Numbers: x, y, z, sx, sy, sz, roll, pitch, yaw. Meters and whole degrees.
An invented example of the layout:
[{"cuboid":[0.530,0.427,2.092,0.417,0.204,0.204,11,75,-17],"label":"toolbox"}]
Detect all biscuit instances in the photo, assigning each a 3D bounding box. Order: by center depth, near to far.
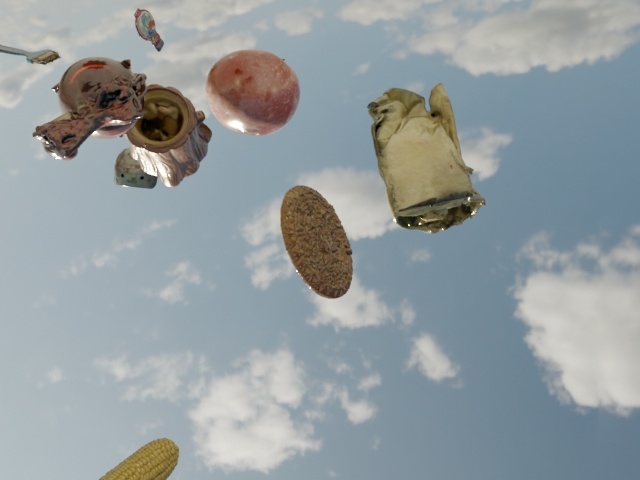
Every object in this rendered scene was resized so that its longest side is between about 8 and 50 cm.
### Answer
[{"cuboid":[0.000,0.000,1.570,0.038,0.305,0.305,-22,-155,28],"label":"biscuit"}]

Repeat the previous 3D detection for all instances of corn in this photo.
[{"cuboid":[-0.405,0.513,1.282,0.106,0.106,0.305,5,-158,29],"label":"corn"}]

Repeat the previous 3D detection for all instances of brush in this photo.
[{"cuboid":[-0.568,-0.358,1.194,0.164,0.014,0.051,15,-140,22],"label":"brush"}]

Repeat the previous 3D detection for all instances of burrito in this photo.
[{"cuboid":[0.212,-0.176,1.319,0.191,0.135,0.331,-13,-121,5],"label":"burrito"}]

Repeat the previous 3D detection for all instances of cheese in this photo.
[{"cuboid":[-0.533,-0.653,1.943,0.038,0.145,0.095,6,-119,26],"label":"cheese"}]

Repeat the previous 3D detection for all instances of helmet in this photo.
[{"cuboid":[-0.621,-0.262,2.115,0.153,0.107,0.176,4,-129,-5],"label":"helmet"}]

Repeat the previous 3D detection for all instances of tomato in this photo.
[{"cuboid":[-0.191,-0.412,1.781,0.271,0.226,0.270,3,170,1],"label":"tomato"}]

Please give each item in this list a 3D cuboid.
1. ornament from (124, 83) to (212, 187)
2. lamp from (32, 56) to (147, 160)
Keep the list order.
[{"cuboid":[-0.389,-0.273,1.584,0.221,0.235,0.217,-12,172,-7],"label":"ornament"},{"cuboid":[-0.414,-0.249,1.134,0.215,0.151,0.223,-35,-167,-2],"label":"lamp"}]
